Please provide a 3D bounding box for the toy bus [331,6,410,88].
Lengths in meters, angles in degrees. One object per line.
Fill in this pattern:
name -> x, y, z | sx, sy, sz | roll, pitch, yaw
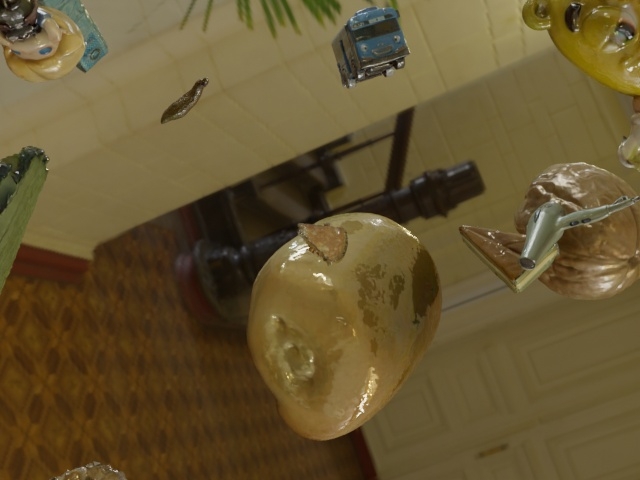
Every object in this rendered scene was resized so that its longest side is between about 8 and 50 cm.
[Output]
toy bus -> 0.100, -0.407, 1.835 | 0.234, 0.116, 0.133 | -174, -113, -82

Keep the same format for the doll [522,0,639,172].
doll -> 0.556, -0.295, 1.351 | 0.161, 0.423, 0.348 | -176, -118, -81

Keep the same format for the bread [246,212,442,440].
bread -> 0.062, 0.129, 1.530 | 0.376, 0.253, 0.347 | -32, 109, -61

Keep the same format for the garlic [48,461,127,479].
garlic -> -0.311, 0.421, 1.255 | 0.207, 0.257, 0.207 | -8, 90, -75

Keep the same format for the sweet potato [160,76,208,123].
sweet potato -> -0.290, -0.302, 1.889 | 0.038, 0.153, 0.041 | 46, 20, -11

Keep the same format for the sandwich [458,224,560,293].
sandwich -> 0.365, 0.005, 1.692 | 0.163, 0.113, 0.079 | 47, -5, 31

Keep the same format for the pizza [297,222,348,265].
pizza -> 0.000, 0.001, 1.207 | 0.078, 0.025, 0.083 | 28, 38, 0

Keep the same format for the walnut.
walnut -> 0.560, -0.020, 1.885 | 0.313, 0.252, 0.277 | 35, -28, 53

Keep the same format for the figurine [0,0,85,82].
figurine -> -0.393, -0.284, 1.182 | 0.196, 0.114, 0.108 | 93, -27, -84

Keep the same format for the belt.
belt -> -0.429, -0.380, 1.431 | 0.087, 0.072, 0.302 | 43, -12, 16

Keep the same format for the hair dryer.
hair dryer -> 0.420, -0.012, 1.466 | 0.167, 0.199, 0.067 | -47, 113, -28

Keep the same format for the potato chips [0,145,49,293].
potato chips -> -0.610, -0.009, 1.639 | 0.358, 0.070, 0.429 | 113, -8, -51
